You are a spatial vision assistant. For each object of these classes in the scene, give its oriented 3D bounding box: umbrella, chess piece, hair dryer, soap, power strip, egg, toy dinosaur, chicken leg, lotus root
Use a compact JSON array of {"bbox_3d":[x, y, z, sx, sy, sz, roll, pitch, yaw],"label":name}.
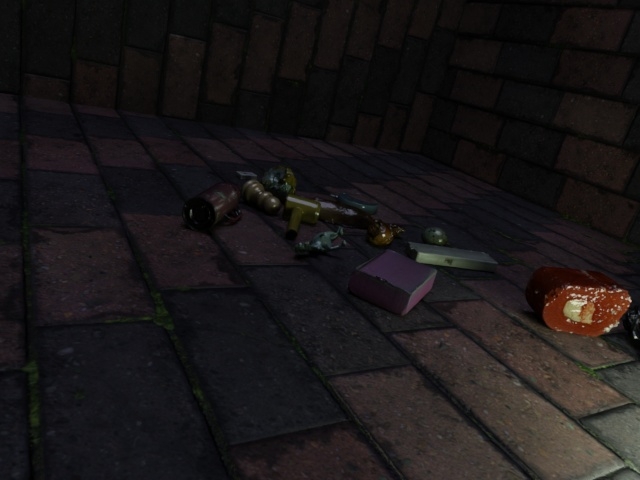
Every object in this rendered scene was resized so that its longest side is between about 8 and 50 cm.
[{"bbox_3d":[0.983,0.299,1.456,0.121,0.110,0.272,13,24,-4],"label":"umbrella"},{"bbox_3d":[-0.220,-0.155,1.896,0.094,0.094,0.170,-8,36,-46],"label":"chess piece"},{"bbox_3d":[-0.076,-0.075,1.790,0.134,0.090,0.279,15,26,-3],"label":"hair dryer"},{"bbox_3d":[0.215,0.115,1.454,0.181,0.081,0.259,23,21,21],"label":"soap"},{"bbox_3d":[0.145,-0.169,2.230,0.215,0.044,0.137,22,22,21],"label":"power strip"},{"bbox_3d":[0.440,-0.009,1.937,0.110,0.085,0.085,15,16,41],"label":"egg"},{"bbox_3d":[0.045,-0.005,1.661,0.129,0.076,0.383,-4,4,26],"label":"toy dinosaur"},{"bbox_3d":[0.488,0.062,1.839,0.367,0.043,0.106,8,21,-16],"label":"power strip"},{"bbox_3d":[0.252,-0.030,1.890,0.107,0.087,0.251,46,24,19],"label":"chicken leg"},{"bbox_3d":[0.080,-0.118,2.000,0.329,0.078,0.167,11,22,-7],"label":"lotus root"}]

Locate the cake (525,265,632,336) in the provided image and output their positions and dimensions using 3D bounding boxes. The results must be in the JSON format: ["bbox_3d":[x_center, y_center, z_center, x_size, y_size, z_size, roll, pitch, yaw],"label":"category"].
[{"bbox_3d":[0.766,0.186,1.504,0.282,0.177,0.151,5,21,-10],"label":"cake"}]

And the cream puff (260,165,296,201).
[{"bbox_3d":[-0.164,-0.224,2.045,0.156,0.156,0.121,14,35,-1],"label":"cream puff"}]

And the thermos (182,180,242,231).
[{"bbox_3d":[-0.336,-0.126,1.686,0.136,0.110,0.330,15,19,4],"label":"thermos"}]

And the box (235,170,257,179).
[{"bbox_3d":[-0.337,-0.294,2.269,0.083,0.024,0.054,-2,27,-40],"label":"box"}]
